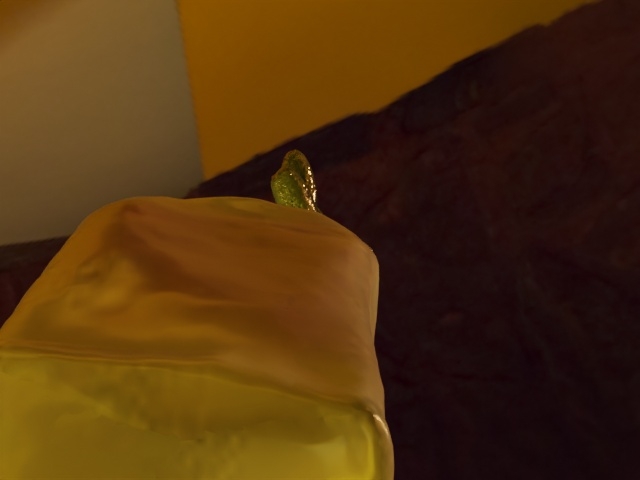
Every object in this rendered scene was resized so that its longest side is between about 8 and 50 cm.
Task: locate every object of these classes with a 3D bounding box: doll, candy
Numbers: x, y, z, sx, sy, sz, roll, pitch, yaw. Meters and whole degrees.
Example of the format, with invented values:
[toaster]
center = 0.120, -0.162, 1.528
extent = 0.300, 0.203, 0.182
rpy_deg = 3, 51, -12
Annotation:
[doll]
center = 0.000, 0.000, 0.925
extent = 0.115, 0.078, 0.150
rpy_deg = -96, -13, -69
[candy]
center = -0.068, 0.172, 0.453
extent = 0.208, 0.145, 0.358
rpy_deg = -84, 4, -77
